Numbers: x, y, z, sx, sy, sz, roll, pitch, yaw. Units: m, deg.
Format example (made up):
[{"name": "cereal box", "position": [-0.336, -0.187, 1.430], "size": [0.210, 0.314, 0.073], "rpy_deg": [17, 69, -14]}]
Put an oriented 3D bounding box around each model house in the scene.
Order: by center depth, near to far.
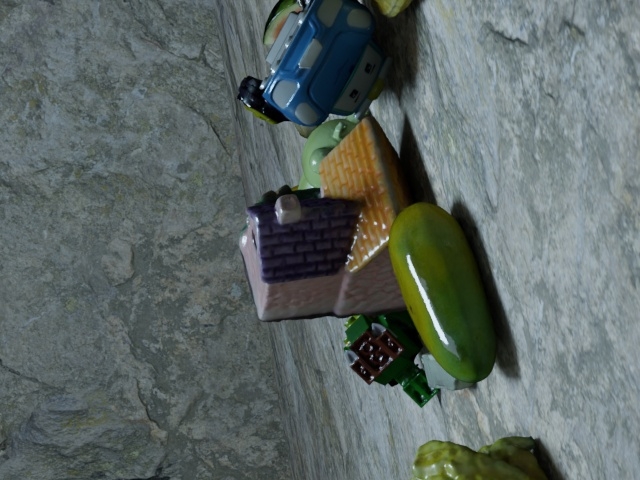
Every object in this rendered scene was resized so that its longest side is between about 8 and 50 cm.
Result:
[{"name": "model house", "position": [0.017, -0.032, 1.754], "size": [0.237, 0.237, 0.202], "rpy_deg": [103, 161, -60]}]

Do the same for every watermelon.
[{"name": "watermelon", "position": [-0.028, -0.370, 2.171], "size": [0.094, 0.125, 0.135], "rpy_deg": [50, 154, -8]}]

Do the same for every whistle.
[{"name": "whistle", "position": [0.025, -0.084, 1.993], "size": [0.106, 0.131, 0.288], "rpy_deg": [29, 148, 18]}]

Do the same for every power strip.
[{"name": "power strip", "position": [0.162, 0.168, 1.700], "size": [0.191, 0.030, 0.047], "rpy_deg": [152, 105, -81]}]

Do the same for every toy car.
[{"name": "toy car", "position": [0.005, -0.229, 1.701], "size": [0.198, 0.166, 0.314], "rpy_deg": [-62, 7, 6]}]

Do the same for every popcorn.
[{"name": "popcorn", "position": [0.166, 0.278, 1.408], "size": [0.173, 0.173, 0.142], "rpy_deg": [-129, 40, -72]}]

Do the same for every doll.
[{"name": "doll", "position": [0.093, 0.141, 1.886], "size": [0.106, 0.134, 0.186], "rpy_deg": [-49, 26, 19]}]

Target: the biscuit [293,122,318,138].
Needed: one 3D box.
[{"name": "biscuit", "position": [-0.039, -0.258, 2.437], "size": [0.290, 0.038, 0.141], "rpy_deg": [-135, 35, -75]}]

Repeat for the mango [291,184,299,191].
[{"name": "mango", "position": [0.000, 0.000, 2.340], "size": [0.136, 0.099, 0.227], "rpy_deg": [106, 143, -63]}]

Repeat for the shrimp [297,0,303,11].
[{"name": "shrimp", "position": [-0.016, -0.463, 1.984], "size": [0.152, 0.063, 0.287], "rpy_deg": [-158, 58, -66]}]

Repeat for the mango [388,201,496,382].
[{"name": "mango", "position": [0.141, 0.063, 1.517], "size": [0.137, 0.091, 0.237], "rpy_deg": [84, 172, -67]}]

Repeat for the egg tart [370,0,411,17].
[{"name": "egg tart", "position": [0.037, -0.398, 1.524], "size": [0.290, 0.115, 0.290], "rpy_deg": [168, 90, -84]}]
